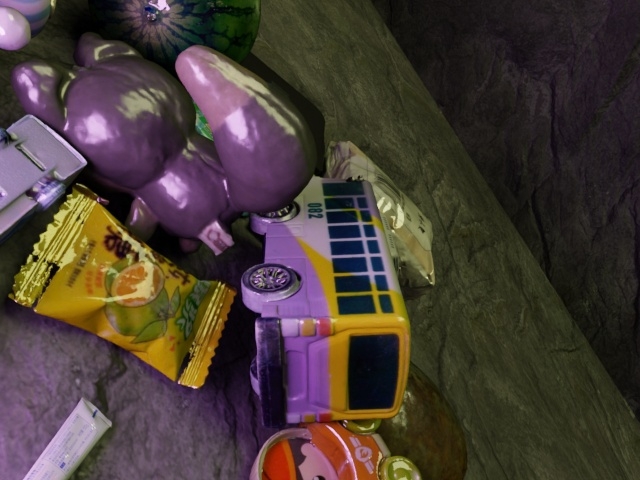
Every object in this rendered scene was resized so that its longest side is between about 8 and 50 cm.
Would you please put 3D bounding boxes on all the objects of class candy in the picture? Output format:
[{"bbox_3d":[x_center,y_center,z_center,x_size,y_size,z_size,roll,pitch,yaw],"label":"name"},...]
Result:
[{"bbox_3d":[-0.253,0.071,0.796,0.297,0.081,0.187,38,51,-29],"label":"candy"}]

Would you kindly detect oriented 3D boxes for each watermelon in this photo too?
[{"bbox_3d":[-0.284,-0.474,1.143,0.363,0.363,0.363,36,32,-27],"label":"watermelon"}]

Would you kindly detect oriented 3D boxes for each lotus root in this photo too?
[{"bbox_3d":[0.156,0.316,1.040,0.314,0.142,0.210,51,6,-17],"label":"lotus root"}]

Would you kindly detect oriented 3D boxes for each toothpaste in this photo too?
[{"bbox_3d":[-0.294,0.257,0.613,0.052,0.033,0.218,49,25,-13],"label":"toothpaste"}]

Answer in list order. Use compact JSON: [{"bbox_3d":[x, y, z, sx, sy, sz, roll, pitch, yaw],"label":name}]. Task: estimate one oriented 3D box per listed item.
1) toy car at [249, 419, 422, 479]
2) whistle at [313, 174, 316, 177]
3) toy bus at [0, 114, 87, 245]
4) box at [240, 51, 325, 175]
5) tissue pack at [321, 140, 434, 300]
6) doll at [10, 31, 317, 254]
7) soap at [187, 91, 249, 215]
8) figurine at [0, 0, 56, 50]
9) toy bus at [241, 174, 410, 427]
[{"bbox_3d":[0.007,0.353,0.837,0.235,0.145,0.235,13,39,-11],"label":"toy car"},{"bbox_3d":[-0.058,-0.154,1.280,0.122,0.122,0.223,13,75,-49],"label":"whistle"},{"bbox_3d":[-0.406,-0.024,0.653,0.109,0.136,0.330,45,29,-17],"label":"toy bus"},{"bbox_3d":[-0.135,-0.333,1.450,0.359,0.091,0.350,36,31,-27],"label":"box"},{"bbox_3d":[0.147,-0.064,1.449,0.390,0.195,0.376,43,26,-16],"label":"tissue pack"},{"bbox_3d":[-0.218,-0.179,0.860,0.382,0.378,0.252,49,28,-27],"label":"doll"},{"bbox_3d":[-0.209,-0.183,1.182,0.293,0.077,0.156,53,28,2],"label":"soap"},{"bbox_3d":[-0.488,-0.232,0.695,0.361,0.266,0.378,-1,81,-40],"label":"figurine"},{"bbox_3d":[0.008,0.066,0.949,0.249,0.209,0.440,-2,32,-2],"label":"toy bus"}]
